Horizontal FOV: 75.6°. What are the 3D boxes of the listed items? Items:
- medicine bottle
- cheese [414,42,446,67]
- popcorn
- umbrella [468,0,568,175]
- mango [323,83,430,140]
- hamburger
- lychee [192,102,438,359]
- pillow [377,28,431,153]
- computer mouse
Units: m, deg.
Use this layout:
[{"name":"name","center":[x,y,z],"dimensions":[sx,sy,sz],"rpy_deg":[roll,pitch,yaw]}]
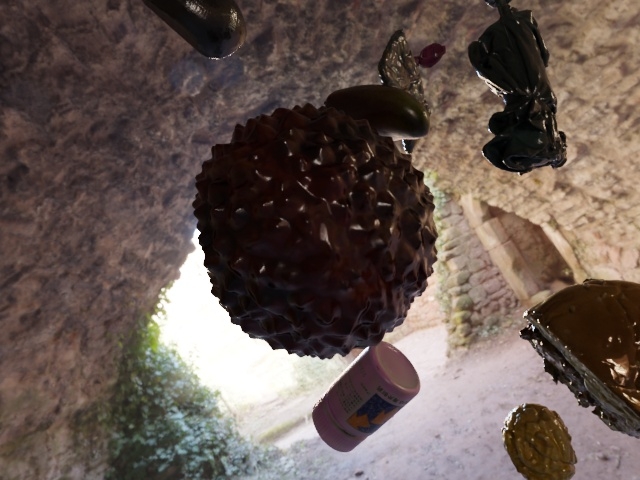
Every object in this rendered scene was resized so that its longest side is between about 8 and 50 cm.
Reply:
[{"name":"medicine bottle","center":[0.122,0.437,1.155],"dimensions":[0.291,0.178,0.178],"rpy_deg":[-52,-18,21]},{"name":"cheese","center":[0.353,-0.617,1.397],"dimensions":[0.145,0.095,0.038],"rpy_deg":[-11,-24,33]},{"name":"popcorn","center":[0.500,0.463,0.944],"dimensions":[0.180,0.180,0.170],"rpy_deg":[-22,-27,-33]},{"name":"umbrella","center":[0.320,-0.273,0.685],"dimensions":[0.143,0.349,0.094],"rpy_deg":[1,-15,-33]},{"name":"mango","center":[0.120,-0.270,0.889],"dimensions":[0.111,0.267,0.133],"rpy_deg":[-51,-43,-20]},{"name":"hamburger","center":[0.417,0.166,0.535],"dimensions":[0.282,0.245,0.155],"rpy_deg":[-1,-20,15]},{"name":"lychee","center":[0.000,0.000,0.737],"dimensions":[0.424,0.425,0.500],"rpy_deg":[-30,-45,10]},{"name":"pillow","center":[0.212,-0.366,1.020],"dimensions":[0.034,0.255,0.189],"rpy_deg":[0,48,37]},{"name":"computer mouse","center":[-0.313,-0.601,1.051],"dimensions":[0.170,0.269,0.100],"rpy_deg":[-56,10,-22]}]
